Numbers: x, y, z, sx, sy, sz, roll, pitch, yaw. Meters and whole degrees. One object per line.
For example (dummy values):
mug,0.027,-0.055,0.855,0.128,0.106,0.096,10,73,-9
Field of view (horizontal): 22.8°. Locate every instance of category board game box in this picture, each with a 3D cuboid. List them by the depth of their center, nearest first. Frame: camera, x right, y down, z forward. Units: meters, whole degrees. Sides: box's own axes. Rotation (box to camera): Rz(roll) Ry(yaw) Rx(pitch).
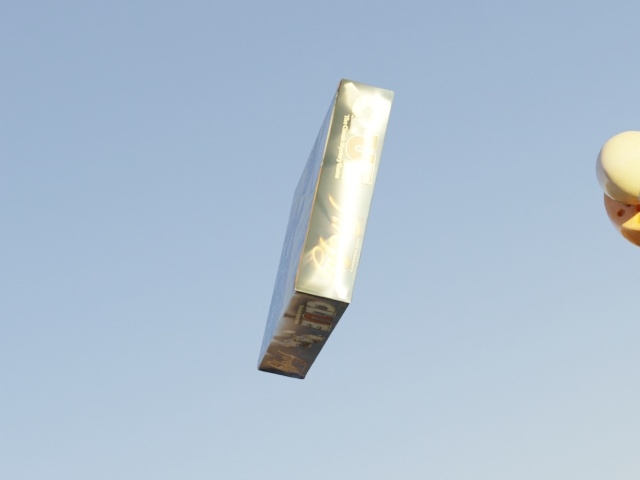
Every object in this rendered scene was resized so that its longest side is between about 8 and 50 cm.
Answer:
board game box,0.000,0.000,1.219,0.042,0.165,0.243,14,-19,-4

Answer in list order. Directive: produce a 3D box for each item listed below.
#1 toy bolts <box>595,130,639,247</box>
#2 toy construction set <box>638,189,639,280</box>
toy bolts,0.341,-0.023,1.251,0.228,0.218,0.158,-32,-42,28
toy construction set,0.349,-0.012,0.996,0.237,0.257,0.309,27,-62,-17
